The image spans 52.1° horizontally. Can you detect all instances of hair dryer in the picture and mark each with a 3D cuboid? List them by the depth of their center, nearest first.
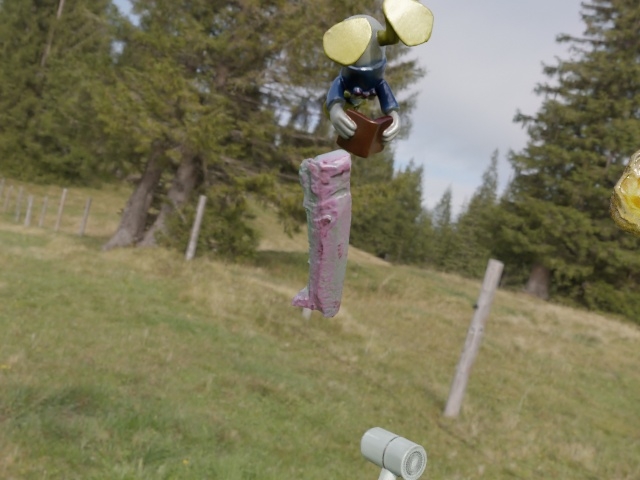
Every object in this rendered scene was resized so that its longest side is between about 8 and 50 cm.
[{"bbox_3d":[0.076,0.316,0.839,0.047,0.137,0.082,31,-15,-36],"label":"hair dryer"}]

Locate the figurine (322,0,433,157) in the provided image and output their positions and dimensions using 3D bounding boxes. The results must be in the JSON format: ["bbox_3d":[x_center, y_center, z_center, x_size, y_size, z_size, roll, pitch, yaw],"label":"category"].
[{"bbox_3d":[0.098,-0.311,1.337,0.205,0.283,0.338,-7,5,-5],"label":"figurine"}]

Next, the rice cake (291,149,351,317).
[{"bbox_3d":[0.003,-0.001,0.998,0.081,0.290,0.051,-3,35,-11],"label":"rice cake"}]

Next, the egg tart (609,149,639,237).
[{"bbox_3d":[0.480,-0.054,0.832,0.212,0.212,0.090,17,-30,54],"label":"egg tart"}]
